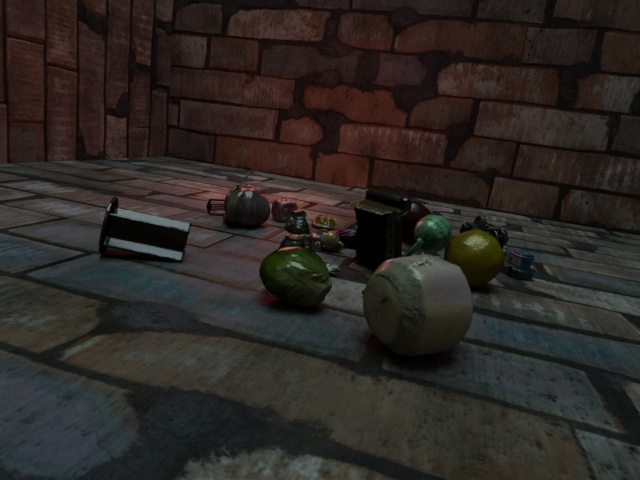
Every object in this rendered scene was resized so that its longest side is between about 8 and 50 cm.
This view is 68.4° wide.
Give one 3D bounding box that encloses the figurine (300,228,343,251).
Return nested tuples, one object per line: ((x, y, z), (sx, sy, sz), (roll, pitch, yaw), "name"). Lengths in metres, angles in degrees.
((0.000, 0.000, 1.731), (0.187, 0.083, 0.083), (2, 8, 34), "figurine")

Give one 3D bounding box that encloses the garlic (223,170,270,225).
((-0.321, -0.158, 1.939), (0.207, 0.207, 0.257), (3, 52, -18), "garlic")

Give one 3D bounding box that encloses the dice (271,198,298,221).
((-0.161, -0.135, 2.107), (0.093, 0.091, 0.094), (-2, 18, -35), "dice")

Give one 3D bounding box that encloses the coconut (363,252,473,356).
((0.216, 0.131, 0.997), (0.234, 0.224, 0.224), (-13, 21, -24), "coconut")

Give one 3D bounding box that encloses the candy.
((0.257, 0.044, 1.411), (0.119, 0.119, 0.440), (19, 38, 38), "candy")

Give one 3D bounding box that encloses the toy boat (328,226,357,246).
((0.119, -0.029, 1.895), (0.219, 0.072, 0.318), (4, 11, -29), "toy boat")

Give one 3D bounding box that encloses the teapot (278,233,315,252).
((-0.081, 0.020, 1.523), (0.092, 0.091, 0.124), (17, 17, 27), "teapot")

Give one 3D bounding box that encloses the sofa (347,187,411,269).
((0.218, -0.031, 1.561), (0.182, 0.258, 0.200), (-19, 26, -33), "sofa")

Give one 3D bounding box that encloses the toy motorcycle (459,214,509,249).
((0.709, -0.022, 2.087), (0.205, 0.127, 0.275), (3, 21, -16), "toy motorcycle")

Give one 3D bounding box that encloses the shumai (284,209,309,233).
((-0.090, -0.081, 1.937), (0.099, 0.087, 0.124), (2, 16, -28), "shumai")

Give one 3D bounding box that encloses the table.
((-0.499, -0.018, 1.364), (0.226, 0.167, 0.167), (13, 12, -16), "table")

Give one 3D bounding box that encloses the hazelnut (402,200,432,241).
((0.406, -0.083, 2.035), (0.180, 0.181, 0.212), (-14, 7, -7), "hazelnut")

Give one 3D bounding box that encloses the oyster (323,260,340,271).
((-0.006, 0.082, 1.427), (0.100, 0.037, 0.098), (-6, 19, -43), "oyster")

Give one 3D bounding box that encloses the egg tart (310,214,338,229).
((0.020, -0.082, 2.086), (0.128, 0.049, 0.129), (8, 15, -2), "egg tart")

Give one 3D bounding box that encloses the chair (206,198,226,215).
((-0.398, -0.155, 2.085), (0.212, 0.084, 0.101), (3, 18, -17), "chair")

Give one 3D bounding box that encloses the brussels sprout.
((-0.059, 0.086, 1.169), (0.180, 0.144, 0.161), (32, -4, 4), "brussels sprout")

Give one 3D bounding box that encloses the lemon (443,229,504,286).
((0.483, 0.059, 1.502), (0.203, 0.178, 0.178), (-27, 23, -10), "lemon")

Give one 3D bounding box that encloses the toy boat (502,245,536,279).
((0.708, 0.066, 1.760), (0.109, 0.098, 0.238), (8, 13, -14), "toy boat")
